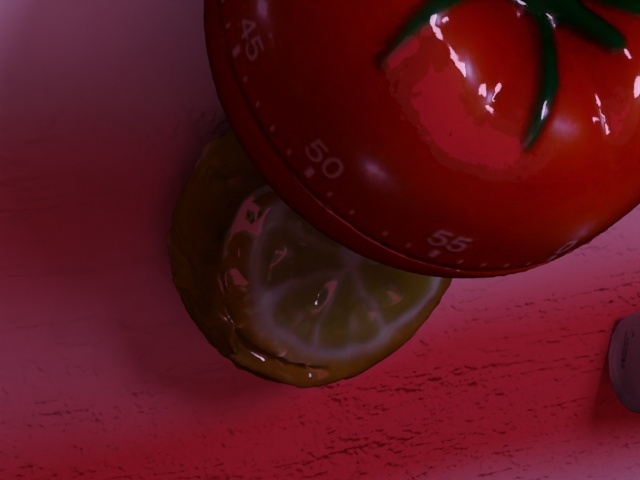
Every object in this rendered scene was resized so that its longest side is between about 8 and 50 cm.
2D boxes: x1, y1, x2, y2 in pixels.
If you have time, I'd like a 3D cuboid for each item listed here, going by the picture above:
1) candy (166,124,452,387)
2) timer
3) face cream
[{"bbox_3d":[0.000,0.000,1.576,0.260,0.118,0.260,-13,122,-21],"label":"candy"},{"bbox_3d":[0.098,-0.159,1.387,0.378,0.279,0.378,9,70,-26],"label":"timer"},{"bbox_3d":[0.395,0.115,1.832,0.214,0.096,0.096,0,116,-25],"label":"face cream"}]
